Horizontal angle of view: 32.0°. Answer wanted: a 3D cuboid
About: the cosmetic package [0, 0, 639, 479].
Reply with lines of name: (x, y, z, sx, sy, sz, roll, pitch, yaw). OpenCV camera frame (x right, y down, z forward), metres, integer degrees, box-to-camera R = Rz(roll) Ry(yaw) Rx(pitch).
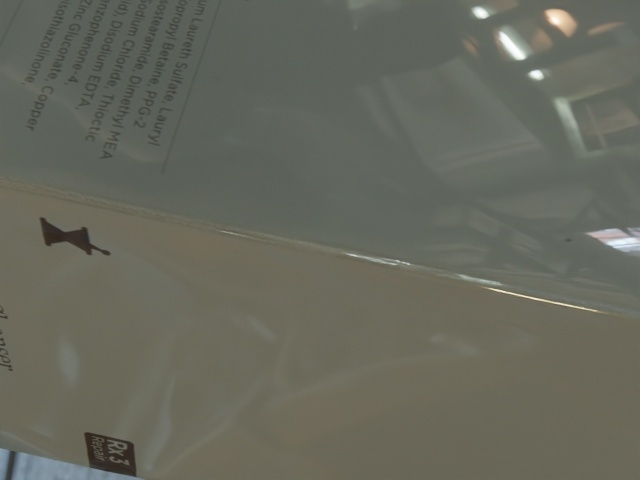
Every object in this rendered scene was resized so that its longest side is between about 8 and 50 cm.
cosmetic package: (0.000, 0.000, 0.436, 0.217, 0.385, 0.156, 96, -173, -56)
